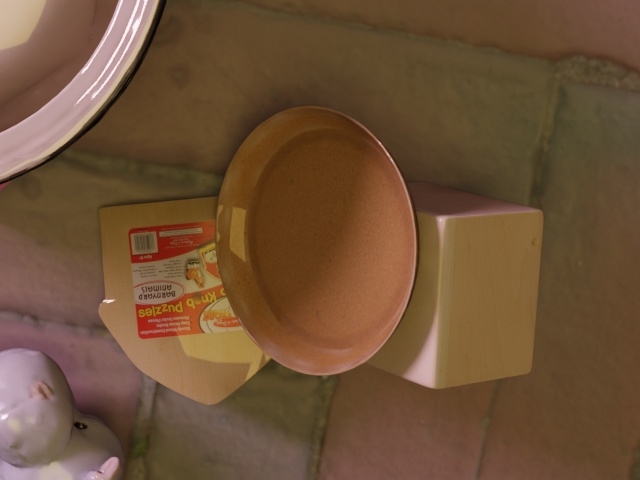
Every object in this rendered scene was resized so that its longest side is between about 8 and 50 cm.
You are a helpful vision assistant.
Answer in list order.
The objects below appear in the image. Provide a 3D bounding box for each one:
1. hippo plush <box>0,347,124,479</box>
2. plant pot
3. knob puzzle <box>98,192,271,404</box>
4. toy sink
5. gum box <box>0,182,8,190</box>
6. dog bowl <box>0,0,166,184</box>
[{"bbox_3d":[-0.292,0.233,1.359,0.236,0.234,0.294,-30,103,0],"label":"hippo plush"},{"bbox_3d":[0.000,0.000,1.346,0.032,0.236,0.236,-5,106,-49],"label":"plant pot"},{"bbox_3d":[-0.112,0.057,1.438,0.213,0.030,0.213,0,91,2],"label":"knob puzzle"},{"bbox_3d":[0.081,0.029,1.408,0.131,0.234,0.153,-5,103,-37],"label":"toy sink"},{"bbox_3d":[-0.294,-0.117,1.374,0.188,0.062,0.107,-45,103,2],"label":"gum box"},{"bbox_3d":[-0.309,-0.234,1.258,0.408,0.150,0.408,0,89,5],"label":"dog bowl"}]
